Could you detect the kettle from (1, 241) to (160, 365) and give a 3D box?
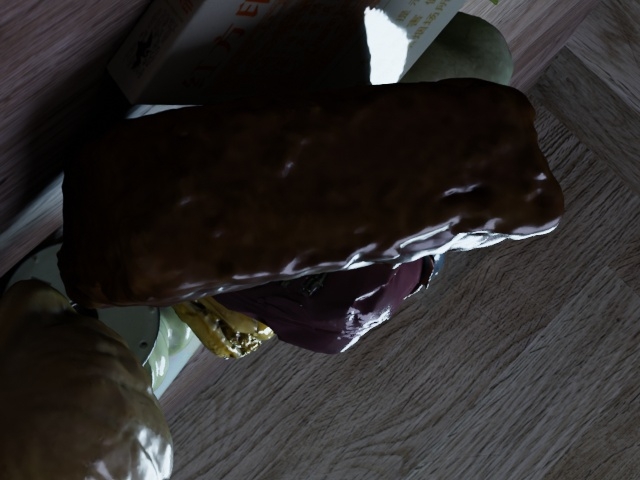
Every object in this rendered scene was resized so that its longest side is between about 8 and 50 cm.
[{"bbox_3d":[-0.259,0.077,1.721,0.243,0.160,0.210,138,-30,-72],"label":"kettle"}]

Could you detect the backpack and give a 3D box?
[{"bbox_3d":[0.000,0.000,1.977,0.317,0.283,0.197,-54,162,-53],"label":"backpack"}]

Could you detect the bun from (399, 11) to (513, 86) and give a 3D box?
[{"bbox_3d":[0.089,-0.188,1.904,0.273,0.168,0.273,-23,-168,5],"label":"bun"}]

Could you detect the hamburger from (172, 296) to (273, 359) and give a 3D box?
[{"bbox_3d":[-0.119,0.046,2.085,0.108,0.213,0.214,-35,180,33],"label":"hamburger"}]

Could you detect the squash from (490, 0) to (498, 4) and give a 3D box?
[{"bbox_3d":[0.210,-0.387,1.771,0.220,0.133,0.220,-50,173,-9],"label":"squash"}]

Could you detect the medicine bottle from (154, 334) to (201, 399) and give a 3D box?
[{"bbox_3d":[-0.263,0.186,2.476,0.426,0.108,0.108,-52,171,37],"label":"medicine bottle"}]

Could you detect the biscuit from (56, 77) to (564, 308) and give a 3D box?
[{"bbox_3d":[-0.024,-0.042,1.435,0.395,0.166,0.343,-9,-179,-19],"label":"biscuit"}]

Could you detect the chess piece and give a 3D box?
[{"bbox_3d":[-0.225,0.105,2.087,0.144,0.144,0.251,-49,179,34],"label":"chess piece"}]

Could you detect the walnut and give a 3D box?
[{"bbox_3d":[-0.281,0.176,1.443,0.285,0.296,0.285,15,90,-80],"label":"walnut"}]

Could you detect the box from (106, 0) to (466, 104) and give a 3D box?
[{"bbox_3d":[-0.003,-0.205,1.417,0.365,0.051,0.204,-6,144,-53],"label":"box"}]
